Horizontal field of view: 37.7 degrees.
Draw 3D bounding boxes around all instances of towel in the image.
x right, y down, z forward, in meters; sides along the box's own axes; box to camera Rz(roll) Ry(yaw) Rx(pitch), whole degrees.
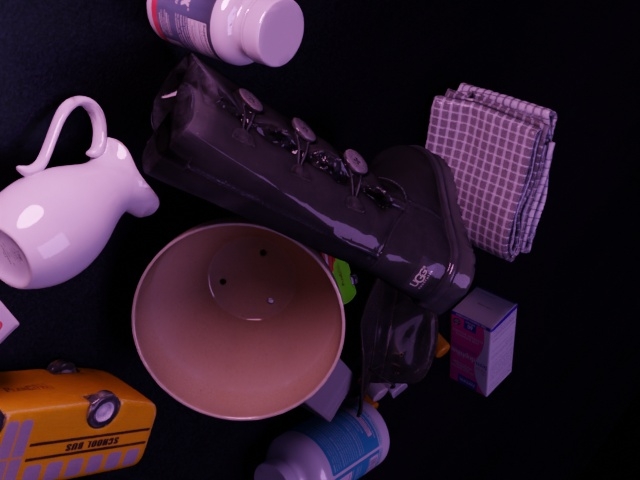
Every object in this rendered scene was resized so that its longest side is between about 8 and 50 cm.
[{"bbox_3d":[0.302,-0.130,1.743,0.121,0.235,0.283,-18,125,-41],"label":"towel"}]

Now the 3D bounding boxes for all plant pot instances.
[{"bbox_3d":[-0.106,0.085,1.329,0.191,0.284,0.284,-84,-173,-73],"label":"plant pot"}]

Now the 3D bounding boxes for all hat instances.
[{"bbox_3d":[0.147,0.171,1.710,0.331,0.134,0.331,9,90,-81],"label":"hat"}]

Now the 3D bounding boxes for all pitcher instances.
[{"bbox_3d":[-0.300,-0.055,1.083,0.207,0.126,0.177,-45,122,-44],"label":"pitcher"}]

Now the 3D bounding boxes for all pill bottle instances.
[{"bbox_3d":[-0.001,0.402,1.745,0.264,0.146,0.146,-20,126,-47],"label":"pill bottle"},{"bbox_3d":[-0.112,-0.271,1.128,0.108,0.180,0.107,-32,135,-40],"label":"pill bottle"}]

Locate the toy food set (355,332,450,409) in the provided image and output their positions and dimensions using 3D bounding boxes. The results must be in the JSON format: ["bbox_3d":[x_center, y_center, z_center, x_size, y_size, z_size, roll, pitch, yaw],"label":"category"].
[{"bbox_3d":[0.144,0.244,1.917,0.232,0.104,0.111,-39,156,-7],"label":"toy food set"}]

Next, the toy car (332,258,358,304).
[{"bbox_3d":[0.000,0.000,1.525,0.239,0.053,0.224,-31,113,-40],"label":"toy car"}]

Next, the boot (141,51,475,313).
[{"bbox_3d":[-0.021,-0.110,1.280,0.445,0.367,0.146,24,112,-22],"label":"boot"}]

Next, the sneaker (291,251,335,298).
[{"bbox_3d":[0.019,0.007,1.446,0.128,0.087,0.221,-6,97,-43],"label":"sneaker"}]

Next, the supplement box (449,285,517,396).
[{"bbox_3d":[0.378,0.236,2.188,0.114,0.111,0.220,-38,137,-35],"label":"supplement box"}]

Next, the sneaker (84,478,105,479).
[{"bbox_3d":[-0.346,0.383,1.305,0.121,0.108,0.302,-60,154,-8],"label":"sneaker"}]

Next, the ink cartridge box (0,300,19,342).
[{"bbox_3d":[-0.442,0.066,0.975,0.158,0.092,0.217,-49,145,-23],"label":"ink cartridge box"}]

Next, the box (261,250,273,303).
[{"bbox_3d":[-0.071,0.076,1.537,0.207,0.036,0.114,6,106,-55],"label":"box"}]

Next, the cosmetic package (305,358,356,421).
[{"bbox_3d":[-0.032,0.215,1.560,0.107,0.127,0.238,-59,157,-8],"label":"cosmetic package"}]

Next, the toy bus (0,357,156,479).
[{"bbox_3d":[-0.363,0.232,1.175,0.333,0.108,0.130,5,108,-55],"label":"toy bus"}]
